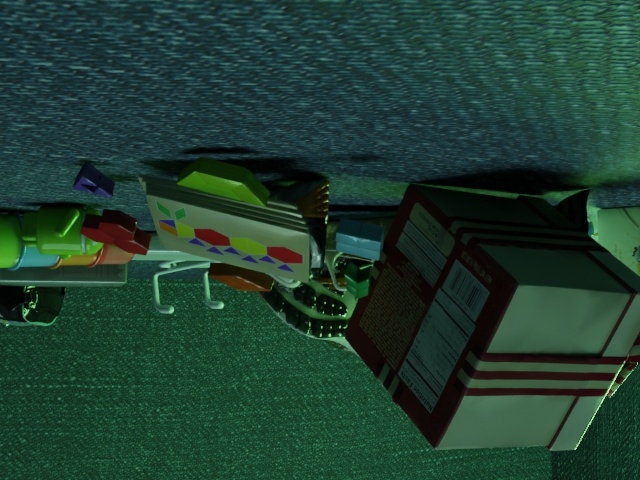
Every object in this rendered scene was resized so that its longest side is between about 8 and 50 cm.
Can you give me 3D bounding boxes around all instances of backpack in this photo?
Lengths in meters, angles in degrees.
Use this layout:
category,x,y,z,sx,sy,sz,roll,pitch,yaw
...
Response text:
category,x,y,z,sx,sy,sz,roll,pitch,yaw
backpack,-0.530,0.072,1.929,0.145,0.165,0.188,1,172,13

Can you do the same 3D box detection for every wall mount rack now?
category,x,y,z,sx,sy,sz,roll,pitch,yaw
wall mount rack,-0.171,0.085,2.292,0.304,0.130,0.350,-10,175,26

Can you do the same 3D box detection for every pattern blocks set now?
category,x,y,z,sx,sy,sz,roll,pitch,yaw
pattern blocks set,-0.096,-0.013,1.124,0.325,0.026,0.285,17,157,-3

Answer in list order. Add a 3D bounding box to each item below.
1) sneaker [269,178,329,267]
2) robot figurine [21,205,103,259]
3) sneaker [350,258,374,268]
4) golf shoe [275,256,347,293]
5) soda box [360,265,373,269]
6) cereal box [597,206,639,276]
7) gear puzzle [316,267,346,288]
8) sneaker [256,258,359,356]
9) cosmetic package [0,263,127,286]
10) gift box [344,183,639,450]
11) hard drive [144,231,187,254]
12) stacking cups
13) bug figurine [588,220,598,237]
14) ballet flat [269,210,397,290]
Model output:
category,x,y,z,sx,sy,sz,roll,pitch,yaw
sneaker,-0.054,-0.019,1.255,0.121,0.099,0.262,5,174,-4
robot figurine,-0.342,-0.013,1.470,0.115,0.067,0.101,1,156,-8
sneaker,0.085,0.018,1.852,0.188,0.066,0.071,-2,176,28
golf shoe,0.000,0.000,1.619,0.198,0.093,0.077,-29,179,20
soda box,0.071,0.056,2.144,0.286,0.098,0.091,2,175,-11
cereal box,0.482,0.037,1.423,0.240,0.172,0.047,-4,174,39
gear puzzle,0.150,0.062,1.620,0.339,0.044,0.175,-1,-175,21
sneaker,-0.005,0.101,1.821,0.410,0.158,0.182,37,162,-35
cosmetic package,-0.435,0.025,1.765,0.238,0.107,0.127,4,175,-16
gift box,0.226,0.079,1.251,0.258,0.276,0.255,7,-148,-35
hard drive,-0.311,0.012,1.959,0.308,0.040,0.203,0,175,1
stacking cups,-0.411,0.000,1.559,0.316,0.096,0.096,0,177,-38
bug figurine,0.339,0.050,1.714,0.216,0.072,0.279,3,138,18
ballet flat,-0.002,0.012,1.495,0.349,0.123,0.123,1,175,-1
